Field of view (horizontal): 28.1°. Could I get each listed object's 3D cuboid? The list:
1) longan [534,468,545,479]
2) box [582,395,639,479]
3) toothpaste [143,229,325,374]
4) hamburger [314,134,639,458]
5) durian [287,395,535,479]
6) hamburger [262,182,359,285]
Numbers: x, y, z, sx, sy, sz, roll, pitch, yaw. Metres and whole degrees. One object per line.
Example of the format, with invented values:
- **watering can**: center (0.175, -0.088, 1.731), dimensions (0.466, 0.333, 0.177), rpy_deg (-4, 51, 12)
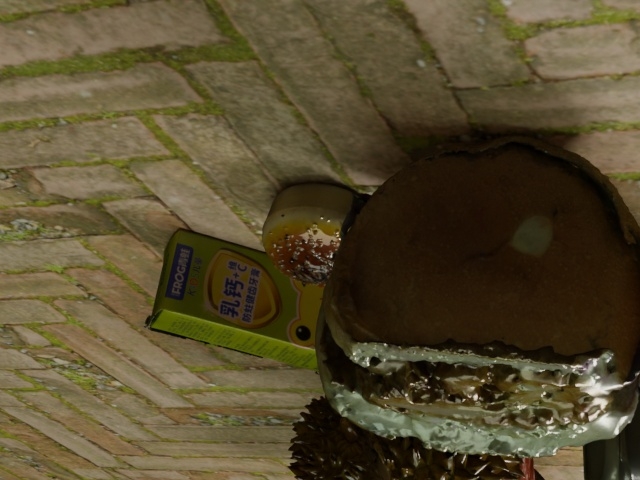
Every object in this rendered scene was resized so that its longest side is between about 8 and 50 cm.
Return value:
- **longan**: center (0.275, 0.464, 2.058), dimensions (0.300, 0.243, 0.300), rpy_deg (11, 173, 1)
- **box**: center (0.380, 0.152, 1.384), dimensions (0.178, 0.274, 0.138), rpy_deg (2, 155, 1)
- **toothpaste**: center (-0.041, 0.090, 1.567), dimensions (0.328, 0.110, 0.077), rpy_deg (17, 154, -14)
- **hamburger**: center (0.161, 0.047, 1.235), dimensions (0.318, 0.276, 0.195), rpy_deg (8, 150, 4)
- **durian**: center (0.124, 0.316, 1.735), dimensions (0.348, 0.347, 0.384), rpy_deg (-8, 147, 32)
- **hamburger**: center (0.000, 0.000, 1.407), dimensions (0.127, 0.081, 0.141), rpy_deg (5, 152, 8)
